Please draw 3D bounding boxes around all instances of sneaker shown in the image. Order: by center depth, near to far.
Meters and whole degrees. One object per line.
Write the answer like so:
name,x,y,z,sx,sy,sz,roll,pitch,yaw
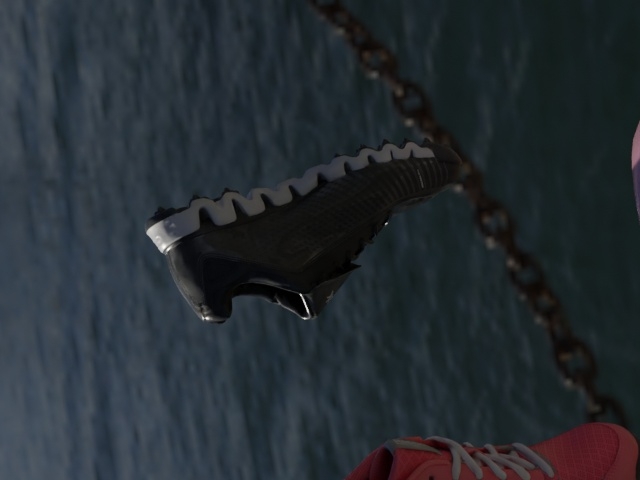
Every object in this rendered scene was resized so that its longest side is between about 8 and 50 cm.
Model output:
sneaker,0.000,0.000,1.281,0.078,0.234,0.106,128,124,-72
sneaker,0.103,0.194,1.321,0.116,0.314,0.136,26,139,62

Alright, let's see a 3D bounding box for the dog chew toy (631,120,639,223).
dog chew toy,0.379,-0.050,1.178,0.206,0.332,0.207,-10,-90,-68
